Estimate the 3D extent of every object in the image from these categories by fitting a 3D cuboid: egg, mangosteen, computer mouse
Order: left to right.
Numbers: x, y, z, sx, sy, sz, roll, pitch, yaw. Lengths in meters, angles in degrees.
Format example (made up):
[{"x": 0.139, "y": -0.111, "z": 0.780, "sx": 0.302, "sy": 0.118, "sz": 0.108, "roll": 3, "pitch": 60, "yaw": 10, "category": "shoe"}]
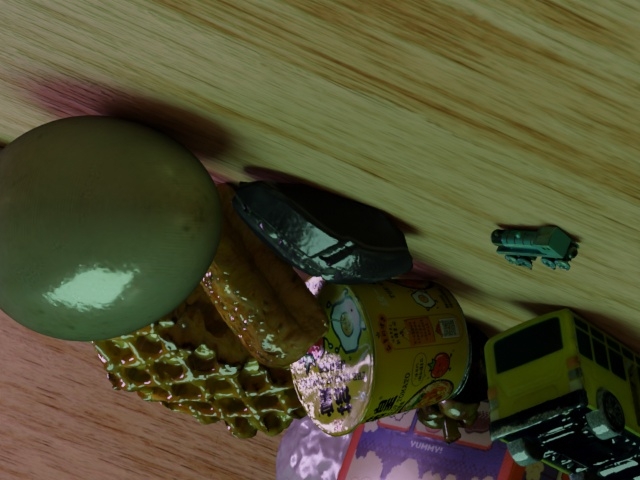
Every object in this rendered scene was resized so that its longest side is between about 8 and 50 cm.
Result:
[{"x": -0.210, "y": -0.012, "z": 1.415, "sx": 0.295, "sy": 0.218, "sz": 0.218, "roll": -3, "pitch": 155, "yaw": 46, "category": "egg"}, {"x": 0.000, "y": 0.000, "z": 1.460, "sx": 0.192, "sy": 0.062, "sz": 0.106, "roll": 21, "pitch": 153, "yaw": -4, "category": "computer mouse"}, {"x": 0.159, "y": 0.175, "z": 1.819, "sx": 0.137, "sy": 0.151, "sz": 0.137, "roll": 1, "pitch": 164, "yaw": 0, "category": "mangosteen"}]

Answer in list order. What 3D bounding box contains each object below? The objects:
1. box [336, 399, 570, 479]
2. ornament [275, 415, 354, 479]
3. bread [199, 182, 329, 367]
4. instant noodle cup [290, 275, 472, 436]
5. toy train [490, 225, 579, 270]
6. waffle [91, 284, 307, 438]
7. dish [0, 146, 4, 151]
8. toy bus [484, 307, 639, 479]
[{"x": 0.265, "y": 0.322, "z": 2.052, "sx": 0.348, "sy": 0.257, "sz": 0.318, "roll": 30, "pitch": 163, "yaw": -36, "category": "box"}, {"x": 0.091, "y": 0.365, "z": 2.369, "sx": 0.337, "sy": 0.337, "sz": 0.337, "roll": 19, "pitch": 168, "yaw": 4, "category": "ornament"}, {"x": -0.081, "y": 0.039, "z": 1.571, "sx": 0.211, "sy": 0.083, "sz": 0.114, "roll": 56, "pitch": 158, "yaw": -5, "category": "bread"}, {"x": 0.069, "y": 0.117, "z": 1.628, "sx": 0.144, "sy": 0.182, "sz": 0.182, "roll": -5, "pitch": -178, "yaw": -31, "category": "instant noodle cup"}, {"x": 0.189, "y": 0.005, "z": 1.313, "sx": 0.045, "sy": 0.029, "sz": 0.092, "roll": 37, "pitch": 162, "yaw": -32, "category": "toy train"}, {"x": -0.133, "y": 0.115, "z": 1.859, "sx": 0.324, "sy": 0.151, "sz": 0.261, "roll": 25, "pitch": 131, "yaw": -9, "category": "waffle"}, {"x": -0.371, "y": -0.066, "z": 1.798, "sx": 0.234, "sy": 0.064, "sz": 0.154, "roll": 20, "pitch": 168, "yaw": 6, "category": "dish"}, {"x": 0.303, "y": 0.185, "z": 1.628, "sx": 0.128, "sy": 0.150, "sz": 0.262, "roll": -26, "pitch": 141, "yaw": 32, "category": "toy bus"}]
